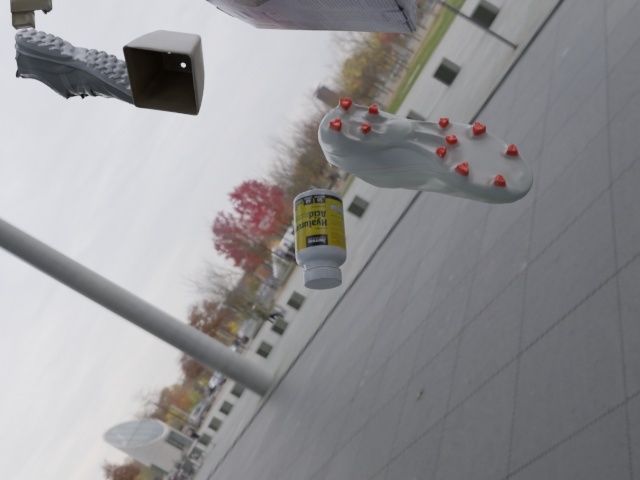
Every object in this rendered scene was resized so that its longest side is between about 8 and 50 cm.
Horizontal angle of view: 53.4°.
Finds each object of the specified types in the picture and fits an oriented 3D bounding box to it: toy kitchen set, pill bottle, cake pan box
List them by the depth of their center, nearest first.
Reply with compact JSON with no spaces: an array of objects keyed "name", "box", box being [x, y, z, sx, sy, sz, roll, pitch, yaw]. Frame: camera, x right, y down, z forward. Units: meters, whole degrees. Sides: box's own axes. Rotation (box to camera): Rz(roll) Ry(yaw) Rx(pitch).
[{"name":"pill bottle","box":[0.000,0.000,0.800,0.065,0.065,0.116,125,144,-64]},{"name":"cake pan box","box":[-0.006,-0.321,0.820,0.267,0.245,0.070,-26,-57,-73]},{"name":"toy kitchen set","box":[-0.486,-0.397,1.100,0.075,0.068,0.083,92,171,-80]}]

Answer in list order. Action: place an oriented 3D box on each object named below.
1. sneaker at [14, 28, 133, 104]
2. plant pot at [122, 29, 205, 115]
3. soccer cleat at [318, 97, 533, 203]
[{"name":"sneaker","box":[-0.513,-0.351,1.367,0.105,0.281,0.115,-86,21,-55]},{"name":"plant pot","box":[-0.235,-0.276,1.011,0.109,0.109,0.096,93,-171,-45]},{"name":"soccer cleat","box":[0.091,-0.073,0.574,0.076,0.196,0.068,82,-148,-58]}]
